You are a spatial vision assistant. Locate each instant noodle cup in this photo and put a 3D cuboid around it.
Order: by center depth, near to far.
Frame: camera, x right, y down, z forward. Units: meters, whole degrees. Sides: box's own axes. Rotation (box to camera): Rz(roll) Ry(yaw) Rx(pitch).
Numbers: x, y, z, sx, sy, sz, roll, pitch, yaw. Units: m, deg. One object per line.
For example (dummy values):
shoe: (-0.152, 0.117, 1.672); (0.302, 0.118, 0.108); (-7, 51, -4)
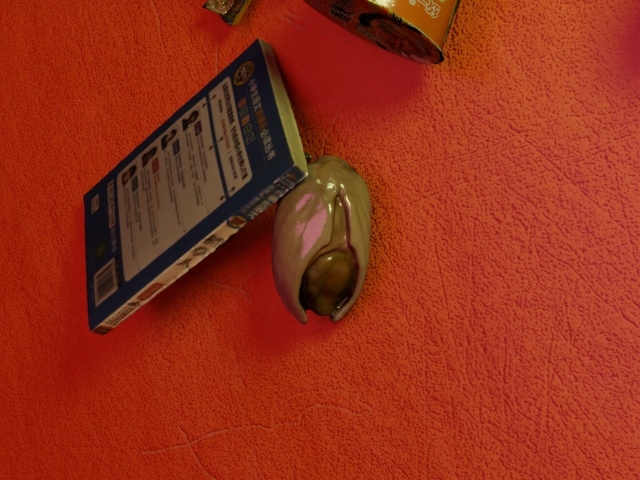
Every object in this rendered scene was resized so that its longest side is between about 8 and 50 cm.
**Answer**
instant noodle cup: (0.099, -0.362, 1.147); (0.230, 0.230, 0.182); (28, 91, 27)

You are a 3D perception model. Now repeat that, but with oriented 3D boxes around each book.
book: (-0.209, -0.083, 1.327); (0.428, 0.039, 0.300); (-36, 45, 23)

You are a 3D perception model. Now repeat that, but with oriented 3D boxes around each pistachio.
pistachio: (0.000, 0.000, 1.226); (0.138, 0.153, 0.237); (2, 91, -11)

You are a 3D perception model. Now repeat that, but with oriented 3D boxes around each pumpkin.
pumpkin: (-0.132, -0.378, 1.369); (0.073, 0.035, 0.101); (31, 81, 31)

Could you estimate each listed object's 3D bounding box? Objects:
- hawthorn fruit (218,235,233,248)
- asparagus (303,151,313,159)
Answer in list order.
hawthorn fruit: (-0.181, -0.016, 1.357); (0.093, 0.081, 0.081); (-39, 70, 31)
asparagus: (-0.080, -0.148, 1.342); (0.166, 0.013, 0.016); (23, 109, 28)
